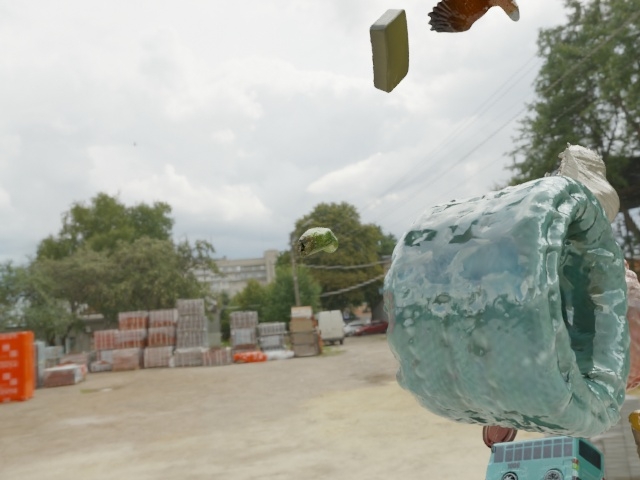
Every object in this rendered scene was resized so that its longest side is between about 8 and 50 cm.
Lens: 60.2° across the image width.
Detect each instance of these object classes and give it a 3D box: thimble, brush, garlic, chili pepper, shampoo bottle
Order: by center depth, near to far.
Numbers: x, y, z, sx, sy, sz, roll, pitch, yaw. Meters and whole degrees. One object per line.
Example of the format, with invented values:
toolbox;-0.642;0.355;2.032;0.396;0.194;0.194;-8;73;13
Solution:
thimble;0.166;0.053;0.472;0.143;0.198;0.235;-11;14;43
thimble;0.549;0.157;1.028;0.162;0.239;0.239;-37;-21;21
garlic;0.487;-0.071;1.049;0.143;0.229;0.178;28;-17;23
chili pepper;0.000;0.000;1.106;0.050;0.051;0.202;-23;-5;14
shampoo bottle;0.411;0.362;1.232;0.064;0.102;0.260;20;15;18
brush;0.188;-0.514;1.498;0.059;0.123;0.197;23;-35;29

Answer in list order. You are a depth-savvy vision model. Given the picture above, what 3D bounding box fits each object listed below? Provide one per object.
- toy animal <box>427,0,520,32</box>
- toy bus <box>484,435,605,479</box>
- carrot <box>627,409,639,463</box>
toy animal;0.358;-0.636;1.272;0.225;0.284;0.302;-25;-6;39
toy bus;0.329;0.343;0.820;0.079;0.091;0.160;36;-40;-18
carrot;0.609;0.391;0.977;0.082;0.173;0.082;-18;-7;-2
